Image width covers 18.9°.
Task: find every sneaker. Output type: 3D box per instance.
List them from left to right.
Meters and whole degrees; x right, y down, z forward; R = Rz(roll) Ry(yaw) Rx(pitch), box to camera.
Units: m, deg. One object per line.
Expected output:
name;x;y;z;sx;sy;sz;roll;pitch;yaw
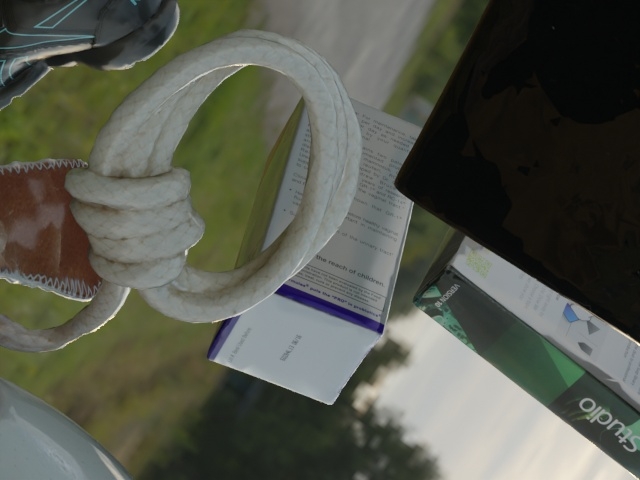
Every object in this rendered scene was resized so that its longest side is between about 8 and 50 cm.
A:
sneaker;-0.249;-0.185;1.612;0.267;0.106;0.101;-16;-137;24

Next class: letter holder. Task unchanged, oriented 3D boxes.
letter holder;0.195;-0.139;0.941;0.214;0.152;0.302;-44;164;-56

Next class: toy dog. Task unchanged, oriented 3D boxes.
toy dog;-0.118;0.059;0.646;0.161;0.220;0.334;-132;-139;-58

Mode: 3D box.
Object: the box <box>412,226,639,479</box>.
box;0.241;0.066;1.494;0.058;0.322;0.232;-49;-175;40

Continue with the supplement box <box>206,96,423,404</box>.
supplement box;0.000;0.000;1.524;0.111;0.114;0.220;122;-14;-49
